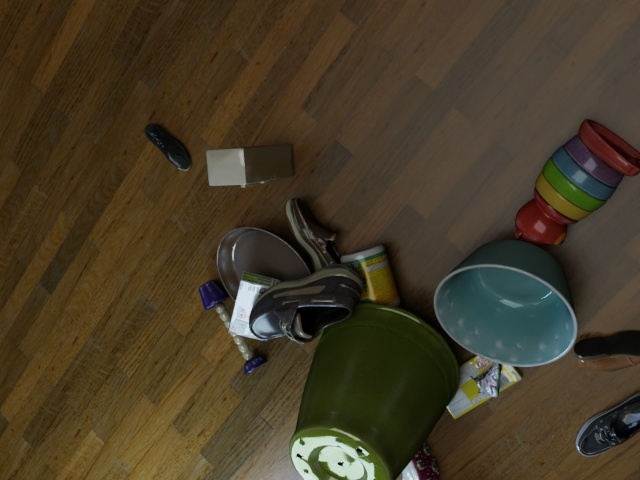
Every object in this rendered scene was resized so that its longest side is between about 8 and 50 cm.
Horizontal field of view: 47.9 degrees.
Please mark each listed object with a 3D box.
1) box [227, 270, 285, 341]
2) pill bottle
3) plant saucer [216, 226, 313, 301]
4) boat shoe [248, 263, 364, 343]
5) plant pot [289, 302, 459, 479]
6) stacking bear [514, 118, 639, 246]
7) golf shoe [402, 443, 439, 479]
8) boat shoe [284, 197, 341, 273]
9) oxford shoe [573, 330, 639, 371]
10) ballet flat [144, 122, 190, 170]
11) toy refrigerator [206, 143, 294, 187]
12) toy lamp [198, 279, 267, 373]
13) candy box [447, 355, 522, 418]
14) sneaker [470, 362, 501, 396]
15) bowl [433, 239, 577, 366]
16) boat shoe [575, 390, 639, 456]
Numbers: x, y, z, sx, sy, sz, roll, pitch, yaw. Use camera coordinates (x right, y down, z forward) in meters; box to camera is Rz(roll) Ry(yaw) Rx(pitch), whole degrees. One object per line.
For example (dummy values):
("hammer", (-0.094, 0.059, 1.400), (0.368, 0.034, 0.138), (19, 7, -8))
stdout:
("box", (-0.170, 0.176, 1.888), (0.114, 0.036, 0.207), (14, 130, -6))
("pill bottle", (0.131, 0.123, 1.795), (0.117, 0.117, 0.208), (-15, 93, 25))
("plant saucer", (-0.134, 0.093, 1.895), (0.310, 0.050, 0.311), (18, 127, 25))
("boat shoe", (-0.052, 0.174, 1.751), (0.355, 0.130, 0.132), (-30, 122, 35))
("plant pot", (0.100, 0.397, 1.665), (0.366, 0.353, 0.366), (13, 126, 18))
("stacking bear", (0.541, -0.103, 1.568), (0.164, 0.175, 0.289), (46, 121, 18))
("golf shoe", (0.247, 0.642, 1.839), (0.140, 0.115, 0.306), (-25, 87, 28))
("boat shoe", (0.002, -0.002, 1.849), (0.095, 0.095, 0.257), (-24, 101, 22))
("oxford shoe", (0.685, 0.255, 1.619), (0.212, 0.076, 0.076), (-8, 125, 22))
("ballet flat", (-0.424, -0.262, 2.017), (0.057, 0.049, 0.173), (-42, 84, -10))
("toy refrigerator", (-0.167, -0.186, 1.788), (0.102, 0.269, 0.094), (0, 98, 22))
("toy lamp", (-0.249, 0.236, 1.999), (0.080, 0.080, 0.275), (-34, 84, 24))
("candy box", (0.382, 0.346, 1.775), (0.206, 0.027, 0.105), (-38, 81, 23))
("sneaker", (0.395, 0.326, 1.729), (0.069, 0.038, 0.098), (6, 101, 20))
("bowl", (0.424, 0.119, 1.610), (0.311, 0.163, 0.311), (16, 136, 16))
("boat shoe", (0.676, 0.425, 1.635), (0.228, 0.076, 0.080), (-41, 82, 23))
